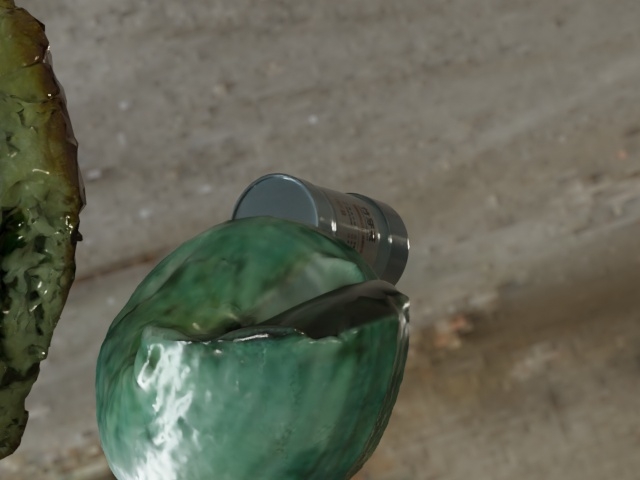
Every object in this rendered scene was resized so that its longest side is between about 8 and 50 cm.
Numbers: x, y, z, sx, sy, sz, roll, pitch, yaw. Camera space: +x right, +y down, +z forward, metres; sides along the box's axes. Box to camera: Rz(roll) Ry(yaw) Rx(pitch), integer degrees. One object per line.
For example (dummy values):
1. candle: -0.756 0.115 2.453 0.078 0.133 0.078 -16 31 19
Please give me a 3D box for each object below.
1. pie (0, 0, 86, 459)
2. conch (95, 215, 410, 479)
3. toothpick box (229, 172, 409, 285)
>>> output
1. pie: -0.267 0.005 1.275 0.103 0.355 0.288 7 -160 -37
2. conch: -0.025 0.067 0.935 0.196 0.134 0.202 -2 -159 28
3. toothpick box: 0.000 0.000 1.694 0.101 0.101 0.153 -23 160 30
